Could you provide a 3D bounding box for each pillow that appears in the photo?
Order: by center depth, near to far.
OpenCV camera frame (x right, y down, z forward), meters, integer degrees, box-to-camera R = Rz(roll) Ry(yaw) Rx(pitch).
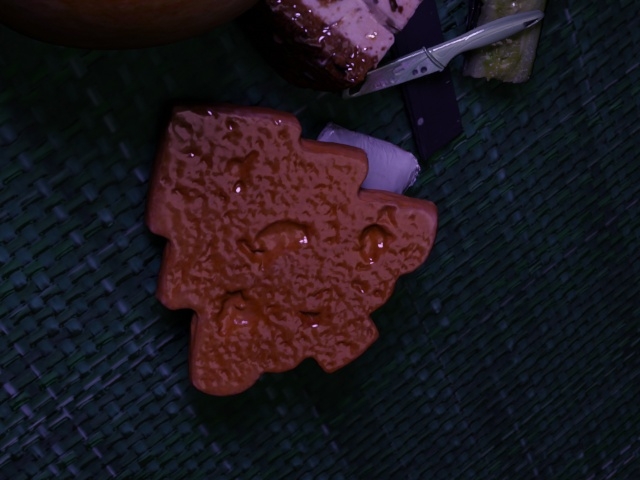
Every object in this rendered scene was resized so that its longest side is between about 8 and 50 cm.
[{"bbox_3d":[0.000,0.000,1.350,0.128,0.051,0.229,23,102,-39],"label":"pillow"}]

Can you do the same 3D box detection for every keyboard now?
[{"bbox_3d":[0.096,-0.169,1.342,0.060,0.018,0.195,-34,131,-22],"label":"keyboard"}]

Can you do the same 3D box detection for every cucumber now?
[{"bbox_3d":[0.178,-0.253,1.327,0.078,0.062,0.211,-1,125,-15],"label":"cucumber"}]

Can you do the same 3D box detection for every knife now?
[{"bbox_3d":[0.115,-0.174,1.314,0.207,0.014,0.030,-21,129,-3],"label":"knife"}]

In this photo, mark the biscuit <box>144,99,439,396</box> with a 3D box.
[{"bbox_3d":[-0.047,-0.008,1.280,0.284,0.043,0.306,-33,114,2],"label":"biscuit"}]

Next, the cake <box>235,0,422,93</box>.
[{"bbox_3d":[-0.046,-0.237,1.187,0.246,0.135,0.112,40,77,-14],"label":"cake"}]

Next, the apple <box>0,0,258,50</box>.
[{"bbox_3d":[-0.149,-0.252,0.964,0.234,0.257,0.257,-26,128,-12],"label":"apple"}]
